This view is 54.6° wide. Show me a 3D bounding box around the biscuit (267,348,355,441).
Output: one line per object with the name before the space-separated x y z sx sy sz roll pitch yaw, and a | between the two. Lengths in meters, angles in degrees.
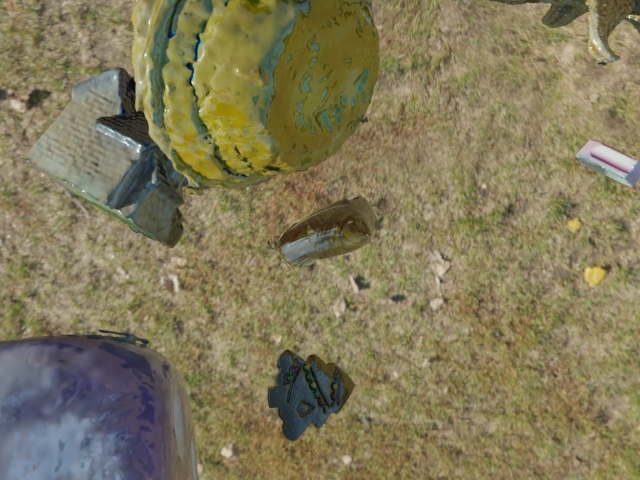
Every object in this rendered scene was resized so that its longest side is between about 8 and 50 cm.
biscuit | -0.007 0.142 0.577 0.092 0.016 0.082 2 80 -27

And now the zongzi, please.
zongzi | 0.000 0.000 1.319 0.247 0.241 0.111 -24 98 11

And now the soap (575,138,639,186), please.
soap | 0.675 -0.183 1.449 0.100 0.149 0.056 21 106 -47

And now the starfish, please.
starfish | 0.401 -0.325 0.895 0.374 0.327 0.095 23 119 17

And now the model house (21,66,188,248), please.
model house | -0.359 -0.176 1.209 0.298 0.243 0.284 27 83 22

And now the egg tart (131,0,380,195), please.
egg tart | -0.051 -0.216 0.785 0.169 0.387 0.388 35 122 34

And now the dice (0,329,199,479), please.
dice | -0.256 0.263 0.575 0.269 0.272 0.270 -5 143 -7
